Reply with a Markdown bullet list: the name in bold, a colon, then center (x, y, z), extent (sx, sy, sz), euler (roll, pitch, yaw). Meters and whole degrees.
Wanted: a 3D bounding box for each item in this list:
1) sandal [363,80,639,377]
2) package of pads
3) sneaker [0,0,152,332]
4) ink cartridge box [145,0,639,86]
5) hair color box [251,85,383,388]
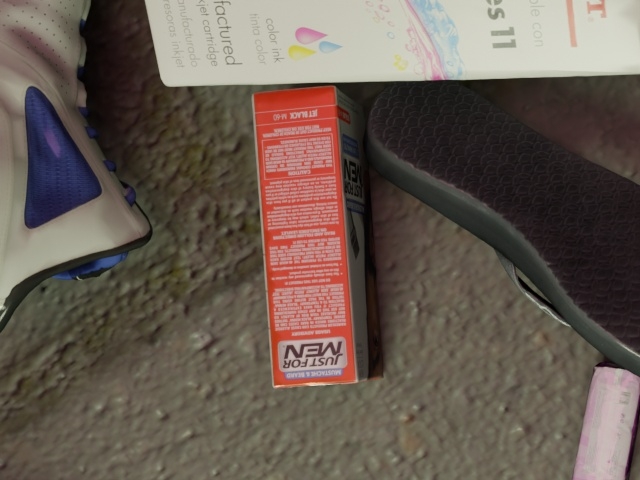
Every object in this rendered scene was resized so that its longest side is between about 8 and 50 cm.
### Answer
- **sandal**: center (0.135, -0.006, 1.017), extent (0.254, 0.054, 0.097), euler (41, 62, 19)
- **package of pads**: center (0.165, 0.111, 1.008), extent (0.032, 0.050, 0.083), euler (10, 90, 11)
- **sneaker**: center (-0.184, -0.070, 1.051), extent (0.127, 0.182, 0.315), euler (-13, 51, 42)
- **ink cartridge box**: center (0.076, -0.199, 0.942), extent (0.353, 0.119, 0.207), euler (0, 118, 20)
- **hair color box**: center (0.000, 0.000, 1.025), extent (0.053, 0.093, 0.167), euler (-4, 87, 11)
